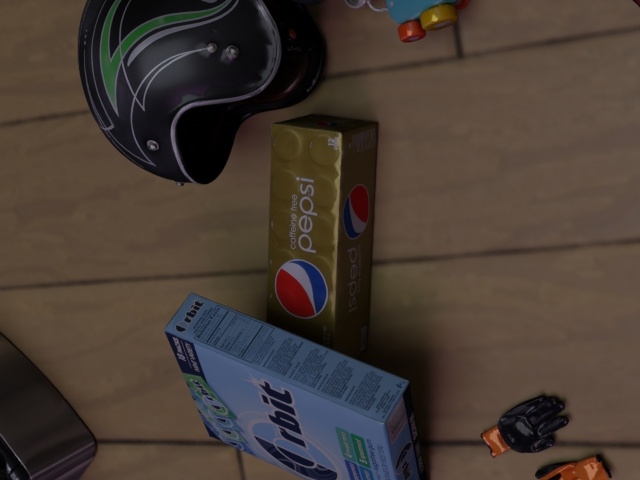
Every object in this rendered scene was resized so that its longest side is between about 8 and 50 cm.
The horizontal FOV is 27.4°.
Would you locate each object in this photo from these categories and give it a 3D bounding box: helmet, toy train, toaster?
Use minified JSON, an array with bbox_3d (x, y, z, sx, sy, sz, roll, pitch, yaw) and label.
[{"bbox_3d":[-0.093,-0.131,0.937,0.161,0.169,0.169,-29,87,16],"label":"helmet"},{"bbox_3d":[0.077,-0.219,0.889,0.125,0.046,0.166,46,130,36],"label":"toy train"},{"bbox_3d":[-0.311,0.186,1.167,0.168,0.110,0.186,44,119,13],"label":"toaster"}]

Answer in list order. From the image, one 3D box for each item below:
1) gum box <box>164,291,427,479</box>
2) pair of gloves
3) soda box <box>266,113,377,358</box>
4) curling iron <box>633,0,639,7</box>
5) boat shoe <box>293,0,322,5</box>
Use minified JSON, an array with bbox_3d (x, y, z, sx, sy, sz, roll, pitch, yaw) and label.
[{"bbox_3d":[-0.015,0.127,0.976,0.184,0.041,0.157,21,149,24],"label":"gum box"},{"bbox_3d":[0.163,0.156,0.948,0.074,0.010,0.083,-39,79,32],"label":"pair of gloves"},{"bbox_3d":[0.000,0.000,0.974,0.061,0.058,0.181,10,106,28],"label":"soda box"},{"bbox_3d":[0.177,-0.176,0.844,0.068,0.035,0.274,-38,82,31],"label":"curling iron"},{"bbox_3d":[-0.029,-0.310,0.887,0.091,0.114,0.302,-24,72,60],"label":"boat shoe"}]
